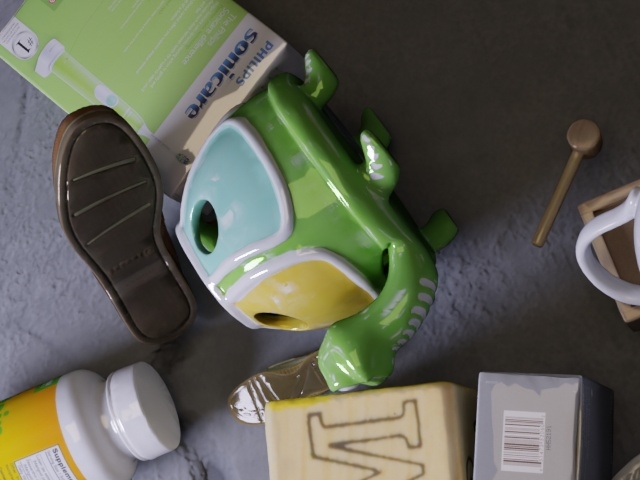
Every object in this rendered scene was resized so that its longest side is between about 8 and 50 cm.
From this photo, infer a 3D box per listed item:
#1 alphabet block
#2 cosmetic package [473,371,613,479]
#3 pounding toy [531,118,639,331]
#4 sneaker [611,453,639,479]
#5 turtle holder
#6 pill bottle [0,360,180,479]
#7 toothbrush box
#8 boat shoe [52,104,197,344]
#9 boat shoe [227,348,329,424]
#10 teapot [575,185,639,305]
[{"bbox_3d":[0.065,0.250,1.646,0.193,0.192,0.197,-7,80,14],"label":"alphabet block"},{"bbox_3d":[0.215,0.192,1.585,0.107,0.238,0.127,0,84,20],"label":"cosmetic package"},{"bbox_3d":[0.303,-0.020,1.665,0.181,0.094,0.206,-23,75,12],"label":"pounding toy"},{"bbox_3d":[0.425,0.215,1.577,0.321,0.127,0.126,-26,73,17],"label":"sneaker"},{"bbox_3d":[0.000,-0.004,1.682,0.227,0.243,0.320,-37,81,7],"label":"turtle holder"},{"bbox_3d":[-0.280,0.219,1.783,0.245,0.136,0.136,-23,75,12],"label":"pill bottle"},{"bbox_3d":[-0.181,-0.198,1.829,0.283,0.122,0.206,38,93,20],"label":"toothbrush box"},{"bbox_3d":[-0.216,-0.026,1.726,0.110,0.307,0.104,-22,43,-12],"label":"boat shoe"},{"bbox_3d":[-0.026,0.150,1.771,0.153,0.048,0.056,-31,86,17],"label":"boat shoe"},{"bbox_3d":[0.395,0.023,1.494,0.252,0.187,0.256,-24,47,-10],"label":"teapot"}]
